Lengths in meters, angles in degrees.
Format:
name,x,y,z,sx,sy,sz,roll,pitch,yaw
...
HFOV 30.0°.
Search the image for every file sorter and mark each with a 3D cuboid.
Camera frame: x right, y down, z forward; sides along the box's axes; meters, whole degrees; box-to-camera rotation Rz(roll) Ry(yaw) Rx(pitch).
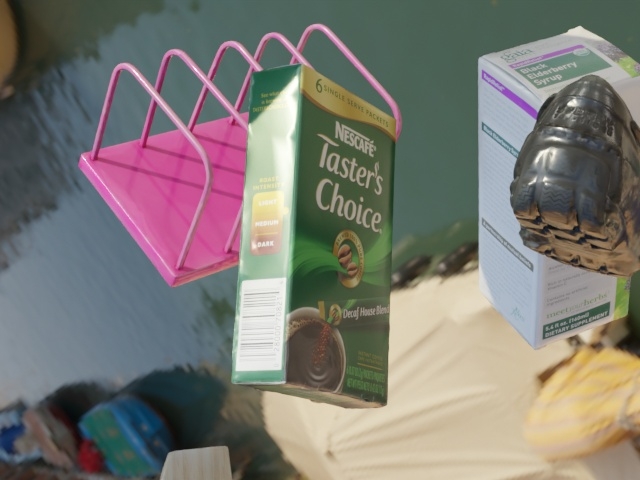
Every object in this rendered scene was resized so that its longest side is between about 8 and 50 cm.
name,x,y,z,sx,sy,sz,roll,pitch,yaw
file sorter,-0.085,-0.114,1.365,0.202,0.291,0.182,50,137,24

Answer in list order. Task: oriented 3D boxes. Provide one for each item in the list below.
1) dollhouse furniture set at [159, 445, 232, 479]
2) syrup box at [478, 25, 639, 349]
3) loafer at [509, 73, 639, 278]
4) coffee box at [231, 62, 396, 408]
name,x,y,z,sx,sy,sz,roll,pitch,yaw
dollhouse furniture set,-0.209,0.312,0.878,0.198,0.303,0.286,100,163,-57
syrup box,0.189,-0.040,0.958,0.096,0.093,0.236,-129,26,-48
loafer,0.147,-0.028,0.649,0.076,0.078,0.223,18,175,17
coffee box,0.000,0.000,0.699,0.040,0.184,0.113,-6,163,33
